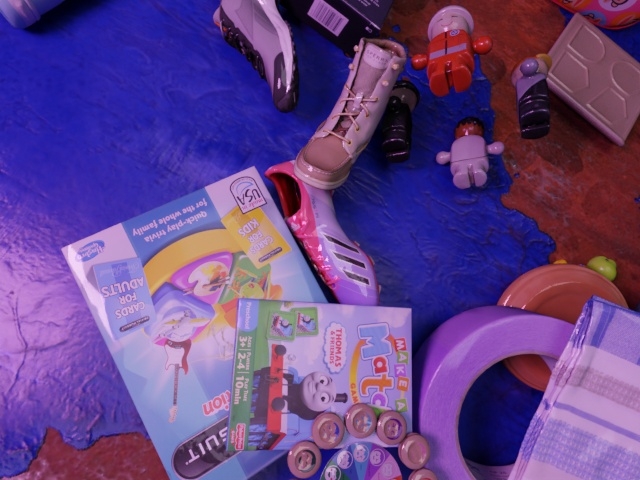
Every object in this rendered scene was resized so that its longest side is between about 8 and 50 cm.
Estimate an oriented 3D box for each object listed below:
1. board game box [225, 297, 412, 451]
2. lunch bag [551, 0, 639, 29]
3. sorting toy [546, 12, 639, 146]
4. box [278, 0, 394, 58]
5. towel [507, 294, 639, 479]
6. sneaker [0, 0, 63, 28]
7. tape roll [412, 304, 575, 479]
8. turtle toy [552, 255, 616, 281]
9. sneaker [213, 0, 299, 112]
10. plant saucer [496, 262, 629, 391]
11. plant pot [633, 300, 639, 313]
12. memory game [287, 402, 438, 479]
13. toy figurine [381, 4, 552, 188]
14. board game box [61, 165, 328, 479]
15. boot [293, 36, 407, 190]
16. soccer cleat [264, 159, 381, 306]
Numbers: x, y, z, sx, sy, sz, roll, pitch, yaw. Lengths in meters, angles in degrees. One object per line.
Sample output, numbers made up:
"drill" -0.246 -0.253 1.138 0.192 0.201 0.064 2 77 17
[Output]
"board game box" 0.004 0.153 0.472 0.211 0.039 0.160 5 78 -14
"lunch bag" 0.543 -0.531 0.702 0.257 0.293 0.120 19 78 -8
"sorting toy" 0.567 -0.281 0.782 0.307 0.041 0.229 39 68 -1
"box" 0.041 -0.419 0.657 0.155 0.093 0.159 30 73 -17
"towel" 0.348 0.228 0.447 0.209 0.034 0.285 22 92 10
"sneaker" -0.432 -0.478 0.570 0.208 0.127 0.319 -35 96 -15
"tape roll" 0.252 0.229 0.530 0.274 0.090 0.275 0 89 -2
"turtle toy" 0.418 0.073 0.648 0.130 0.066 0.095 -36 86 -17
"sneaker" -0.099 -0.310 0.621 0.107 0.100 0.272 -18 75 -6
"plant saucer" 0.361 0.135 0.598 0.199 0.037 0.200 0 95 5
"plant pot" 0.578 0.160 0.577 0.289 0.291 0.196 15 36 -8
"memory game" 0.044 0.272 0.434 0.185 0.012 0.187 2 80 -14
"toy figurine" 0.208 -0.202 0.598 0.209 0.213 0.148 18 58 -11
"board game box" -0.122 0.107 0.519 0.253 0.079 0.336 -27 84 -16
"boot" 0.043 -0.173 0.536 0.077 0.165 0.213 31 42 5
"soccer cleat" 0.000 0.000 0.559 0.095 0.083 0.248 -10 73 -43
